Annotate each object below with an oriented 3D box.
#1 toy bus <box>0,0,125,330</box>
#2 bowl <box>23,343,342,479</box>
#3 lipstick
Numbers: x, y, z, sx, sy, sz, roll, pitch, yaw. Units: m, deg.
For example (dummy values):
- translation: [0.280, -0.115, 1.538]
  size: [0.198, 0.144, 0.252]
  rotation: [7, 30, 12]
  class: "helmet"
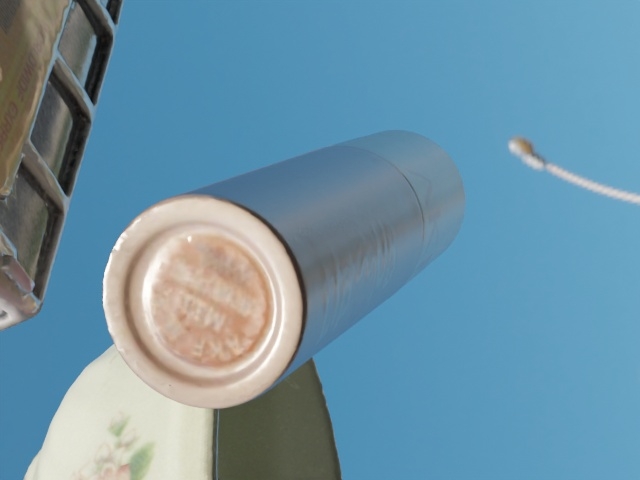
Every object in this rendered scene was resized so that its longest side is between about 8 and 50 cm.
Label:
- translation: [-0.166, -0.104, 0.656]
  size: [0.342, 0.097, 0.138]
  rotation: [-86, -26, -43]
  class: "toy bus"
- translation: [-0.078, 0.170, 0.778]
  size: [0.277, 0.145, 0.277]
  rotation: [-8, -90, -75]
  class: "bowl"
- translation: [0.000, 0.000, 0.551]
  size: [0.254, 0.070, 0.070]
  rotation: [-28, -78, -71]
  class: "lipstick"
